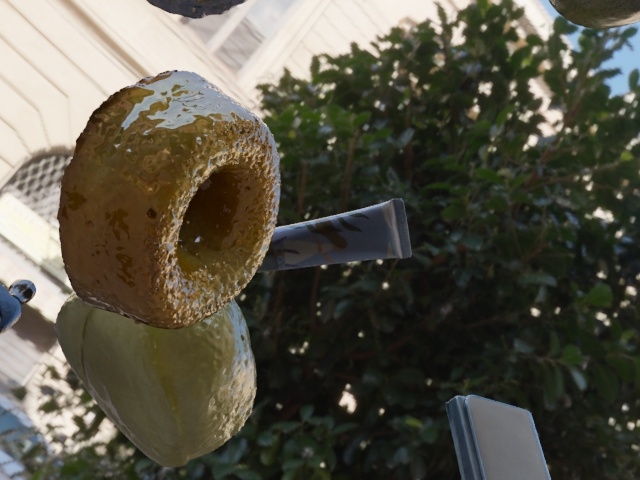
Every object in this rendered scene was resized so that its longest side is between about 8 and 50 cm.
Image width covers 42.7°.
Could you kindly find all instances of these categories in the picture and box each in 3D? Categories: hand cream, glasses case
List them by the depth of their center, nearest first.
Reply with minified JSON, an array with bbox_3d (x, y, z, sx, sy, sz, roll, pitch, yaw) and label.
[{"bbox_3d":[0.169,0.255,0.657,0.056,0.266,0.105,-27,-46,21],"label":"glasses case"},{"bbox_3d":[0.000,0.000,1.212,0.272,0.091,0.058,-9,-3,-9],"label":"hand cream"}]

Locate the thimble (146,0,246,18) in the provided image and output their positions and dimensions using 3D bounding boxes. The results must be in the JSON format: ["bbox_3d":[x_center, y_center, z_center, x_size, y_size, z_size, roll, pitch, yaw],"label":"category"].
[{"bbox_3d":[-0.093,-0.260,0.619,0.127,0.117,0.151,16,-54,-39],"label":"thimble"}]

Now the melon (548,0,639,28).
[{"bbox_3d":[0.491,-0.469,1.251,0.249,0.248,0.329,41,-52,-17],"label":"melon"}]

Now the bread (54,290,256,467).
[{"bbox_3d":[-0.217,0.153,1.179,0.320,0.237,0.320,39,-29,26],"label":"bread"}]

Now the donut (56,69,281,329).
[{"bbox_3d":[-0.140,-0.031,0.861,0.109,0.277,0.277,25,-27,27],"label":"donut"}]

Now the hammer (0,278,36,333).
[{"bbox_3d":[-0.497,-0.071,1.077,0.044,0.168,0.439,-8,-66,13],"label":"hammer"}]
